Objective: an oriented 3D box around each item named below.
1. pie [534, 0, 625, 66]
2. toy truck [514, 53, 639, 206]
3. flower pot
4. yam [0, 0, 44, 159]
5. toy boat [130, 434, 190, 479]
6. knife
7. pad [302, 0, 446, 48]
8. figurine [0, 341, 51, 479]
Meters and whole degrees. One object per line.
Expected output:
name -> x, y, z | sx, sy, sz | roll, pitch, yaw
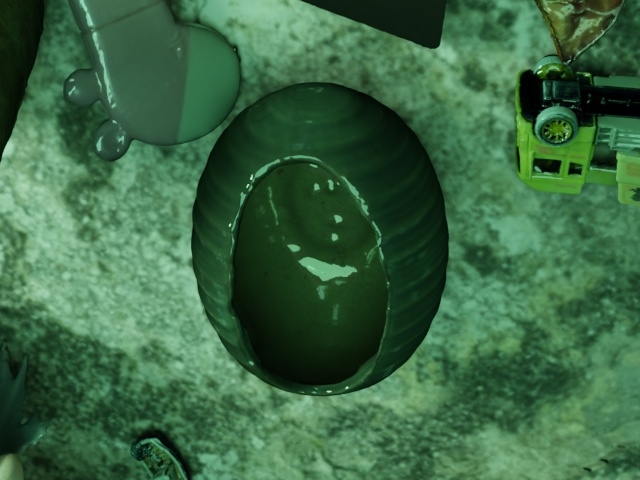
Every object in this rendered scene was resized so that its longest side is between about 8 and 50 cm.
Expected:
pie -> 0.162, -0.212, 1.037 | 0.092, 0.034, 0.170 | -32, 104, 17
toy truck -> 0.222, -0.070, 1.089 | 0.169, 0.077, 0.100 | 3, 133, 2
flower pot -> 0.000, 0.000, 1.108 | 0.189, 0.157, 0.243 | 3, 118, 4
yam -> -0.279, -0.116, 1.030 | 0.161, 0.268, 0.161 | 0, 127, 0
toy boat -> -0.135, 0.204, 1.306 | 0.038, 0.038, 0.083 | -25, 112, 19
knife -> -0.169, -0.243, 1.051 | 0.132, 0.038, 0.398 | -28, 115, -17
pad -> 0.015, -0.190, 1.037 | 0.157, 0.003, 0.112 | 22, 152, 11
figurine -> -0.293, 0.250, 1.259 | 0.277, 0.248, 0.388 | -18, 106, 19
